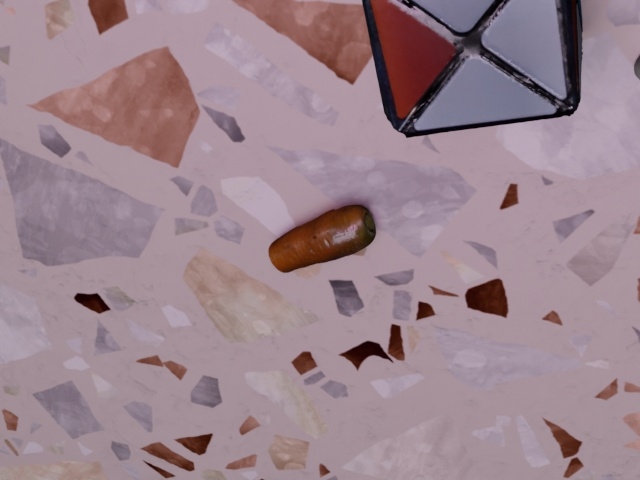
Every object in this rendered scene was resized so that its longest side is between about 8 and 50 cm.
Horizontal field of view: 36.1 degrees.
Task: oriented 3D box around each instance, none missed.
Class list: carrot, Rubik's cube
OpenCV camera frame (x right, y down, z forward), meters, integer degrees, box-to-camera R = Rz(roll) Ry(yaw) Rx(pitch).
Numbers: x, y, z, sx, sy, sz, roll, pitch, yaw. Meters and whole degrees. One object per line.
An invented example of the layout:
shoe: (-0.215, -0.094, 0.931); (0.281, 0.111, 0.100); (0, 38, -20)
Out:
carrot: (0.000, 0.000, 1.638); (0.193, 0.087, 0.087); (-21, 118, 27)
Rubik's cube: (0.201, -0.302, 1.249); (0.248, 0.246, 0.250); (-4, 125, 18)

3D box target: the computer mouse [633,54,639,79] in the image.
computer mouse: (0.490, -0.226, 1.360); (0.110, 0.032, 0.056); (24, 129, -2)
